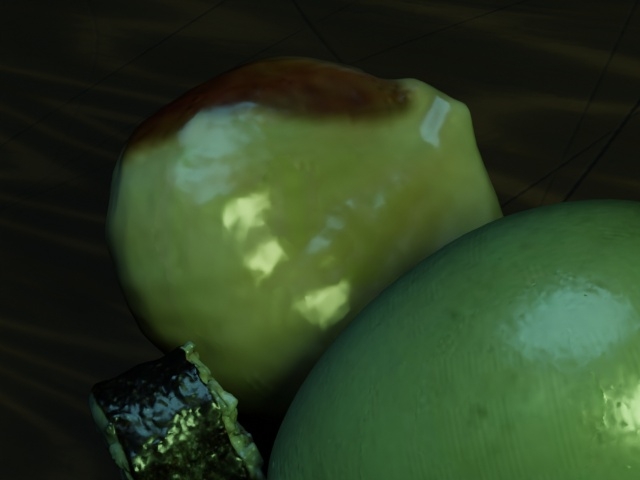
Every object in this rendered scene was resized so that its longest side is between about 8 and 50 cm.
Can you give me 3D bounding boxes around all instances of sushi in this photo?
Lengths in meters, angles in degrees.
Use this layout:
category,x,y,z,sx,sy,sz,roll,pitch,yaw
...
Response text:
category,x,y,z,sx,sy,sz,roll,pitch,yaw
sushi,-0.069,0.134,1.030,0.078,0.150,0.090,-25,28,-11

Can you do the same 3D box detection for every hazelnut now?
category,x,y,z,sx,sy,sz,roll,pitch,yaw
hazelnut,0.000,0.000,1.126,0.241,0.261,0.261,-44,32,6

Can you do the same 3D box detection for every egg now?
category,x,y,z,sx,sy,sz,roll,pitch,yaw
egg,0.111,0.097,0.948,0.295,0.218,0.218,-20,29,17
